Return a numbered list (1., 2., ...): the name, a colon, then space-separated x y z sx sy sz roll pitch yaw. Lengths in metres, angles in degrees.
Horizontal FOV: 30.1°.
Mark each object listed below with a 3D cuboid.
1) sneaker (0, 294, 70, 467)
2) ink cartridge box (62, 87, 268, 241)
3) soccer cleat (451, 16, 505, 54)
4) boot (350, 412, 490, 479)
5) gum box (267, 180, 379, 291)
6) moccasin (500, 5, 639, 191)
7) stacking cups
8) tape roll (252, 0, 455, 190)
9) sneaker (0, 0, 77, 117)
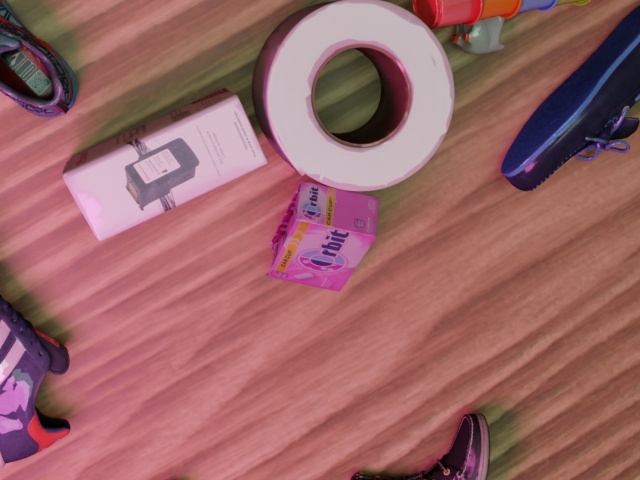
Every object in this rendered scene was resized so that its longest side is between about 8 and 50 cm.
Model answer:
1. sneaker: -0.419 0.123 1.578 0.148 0.131 0.350 -14 108 -14
2. ink cartridge box: -0.203 -0.103 1.541 0.237 0.172 0.100 -25 103 -4
3. soccer cleat: 0.223 -0.354 1.629 0.076 0.068 0.196 -2 100 -28
4. boot: 0.139 0.352 1.727 0.179 0.085 0.236 13 98 -9
5. gum box: 0.000 0.000 1.597 0.107 0.188 0.062 12 61 -10
6. moccasin: 0.402 -0.184 1.650 0.342 0.138 0.117 -45 108 1
7. stacking cups: 0.265 -0.339 1.579 0.316 0.096 0.096 -16 103 -22
8. tape roll: 0.038 -0.195 1.568 0.246 0.169 0.246 -2 101 -9
9. sneaker: -0.414 -0.257 1.501 0.262 0.125 0.104 37 92 -14
